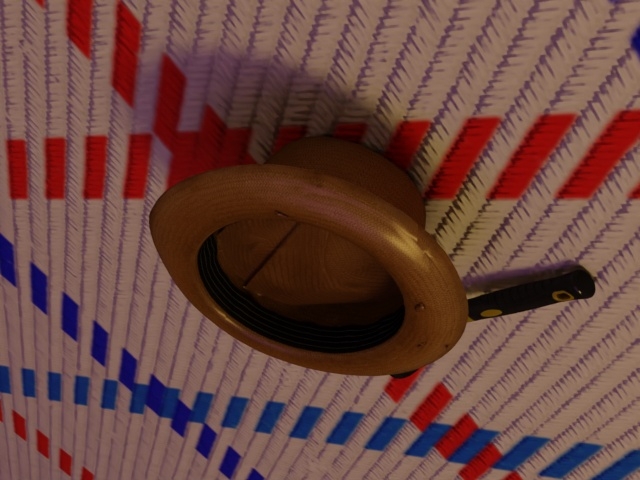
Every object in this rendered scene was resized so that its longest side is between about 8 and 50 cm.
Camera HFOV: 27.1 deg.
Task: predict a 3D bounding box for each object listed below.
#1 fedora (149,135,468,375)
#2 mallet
[{"bbox_3d":[0.000,0.000,0.742,0.194,0.079,0.194,17,146,12],"label":"fedora"},{"bbox_3d":[0.079,0.037,0.793,0.062,0.039,0.189,38,146,-17],"label":"mallet"}]
